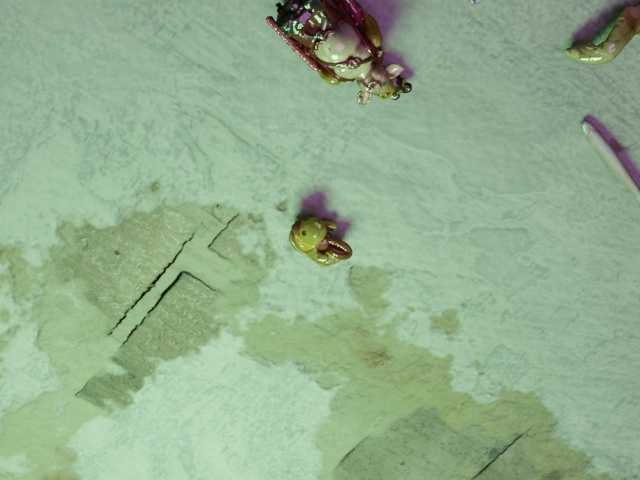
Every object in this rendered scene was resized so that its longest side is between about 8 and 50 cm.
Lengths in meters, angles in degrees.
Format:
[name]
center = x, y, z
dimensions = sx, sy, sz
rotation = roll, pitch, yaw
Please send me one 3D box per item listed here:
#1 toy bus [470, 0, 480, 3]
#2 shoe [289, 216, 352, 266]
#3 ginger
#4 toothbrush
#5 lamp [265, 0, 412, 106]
[toy bus]
center = 0.171, -0.455, 1.439
dimensions = 0.116, 0.133, 0.234
rotation = -42, 113, 11
[shoe]
center = 0.002, -0.001, 1.694
dimensions = 0.069, 0.072, 0.109
rotation = -10, 124, 40
[ginger]
center = 0.518, -0.342, 1.612
dimensions = 0.288, 0.075, 0.089
rotation = -29, 125, 1
[toothbrush]
center = 0.527, -0.098, 1.770
dimensions = 0.025, 0.029, 0.307
rotation = -44, 115, 1
[lamp]
center = 0.044, -0.274, 1.527
dimensions = 0.118, 0.118, 0.253
rotation = -42, 117, 12
